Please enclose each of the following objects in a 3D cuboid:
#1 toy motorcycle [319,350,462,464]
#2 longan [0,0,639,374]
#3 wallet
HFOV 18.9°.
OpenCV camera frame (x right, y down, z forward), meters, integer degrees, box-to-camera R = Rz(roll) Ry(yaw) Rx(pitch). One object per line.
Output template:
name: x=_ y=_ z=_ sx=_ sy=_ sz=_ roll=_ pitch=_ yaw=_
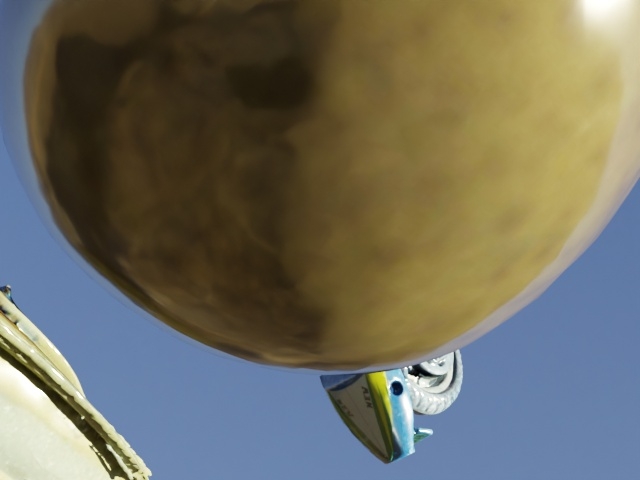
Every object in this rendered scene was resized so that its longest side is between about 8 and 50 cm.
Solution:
toy motorcycle: x=0.000 y=0.000 z=1.086 sx=0.092 sy=0.135 sz=0.254 roll=-29 pitch=-91 yaw=37
longan: x=0.012 y=-0.090 z=0.871 sx=0.319 sy=0.319 sz=0.319 roll=9 pitch=-33 yaw=6
wallet: x=-0.108 y=0.014 z=0.493 sx=0.110 sy=0.039 sz=0.155 roll=43 pitch=-6 yaw=-32
